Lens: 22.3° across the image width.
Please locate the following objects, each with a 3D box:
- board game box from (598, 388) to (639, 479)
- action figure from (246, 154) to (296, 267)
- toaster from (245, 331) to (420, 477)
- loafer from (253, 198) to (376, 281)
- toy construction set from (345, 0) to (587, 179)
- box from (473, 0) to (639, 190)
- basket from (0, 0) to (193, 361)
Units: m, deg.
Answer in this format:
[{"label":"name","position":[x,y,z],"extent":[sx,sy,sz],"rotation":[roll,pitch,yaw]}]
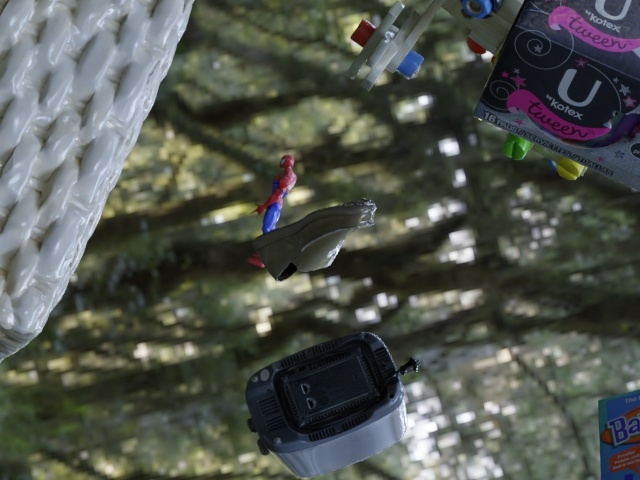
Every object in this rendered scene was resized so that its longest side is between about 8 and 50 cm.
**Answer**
[{"label":"board game box","position":[0.362,0.229,1.620],"extent":[0.047,0.160,0.210],"rotation":[55,27,-33]},{"label":"action figure","position":[-0.048,-0.032,1.626],"extent":[0.115,0.030,0.038],"rotation":[-69,166,14]},{"label":"toaster","position":[0.022,0.208,2.046],"extent":[0.146,0.227,0.129],"rotation":[72,-5,-62]},{"label":"loafer","position":[0.000,0.000,1.488],"extent":[0.148,0.056,0.050],"rotation":[-22,-94,47]},{"label":"toy construction set","position":[0.201,-0.205,1.854],"extent":[0.215,0.328,0.151],"rotation":[129,-19,-55]},{"label":"box","position":[0.296,-0.158,1.522],"extent":[0.142,0.247,0.163],"rotation":[109,6,-53]},{"label":"basket","position":[-0.315,-0.101,1.190],"extent":[0.266,0.328,0.331],"rotation":[-25,-142,63]}]
